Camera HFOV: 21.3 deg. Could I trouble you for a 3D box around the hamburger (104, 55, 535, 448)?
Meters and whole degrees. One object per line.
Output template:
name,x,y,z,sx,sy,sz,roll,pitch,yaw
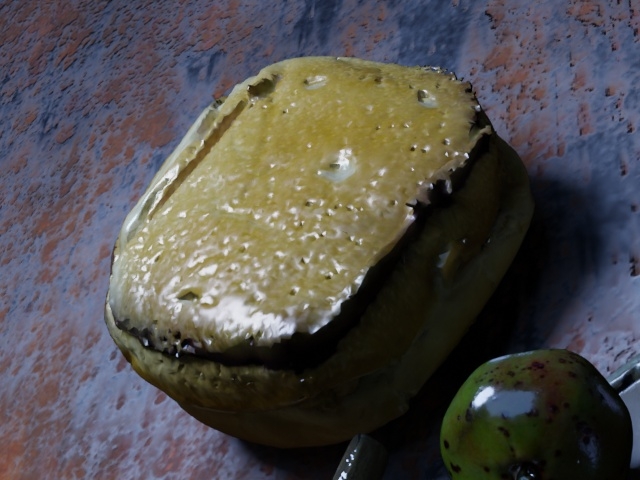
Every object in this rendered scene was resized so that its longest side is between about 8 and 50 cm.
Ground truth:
hamburger,-0.001,0.006,1.237,0.284,0.174,0.304,13,61,50

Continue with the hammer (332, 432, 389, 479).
hammer,-0.040,0.274,1.032,0.043,0.111,0.365,-6,46,42

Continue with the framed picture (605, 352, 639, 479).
framed picture,0.125,0.205,1.017,0.281,0.019,0.209,-37,33,8

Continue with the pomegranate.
pomegranate,0.131,0.112,1.014,0.114,0.114,0.142,-30,10,18
